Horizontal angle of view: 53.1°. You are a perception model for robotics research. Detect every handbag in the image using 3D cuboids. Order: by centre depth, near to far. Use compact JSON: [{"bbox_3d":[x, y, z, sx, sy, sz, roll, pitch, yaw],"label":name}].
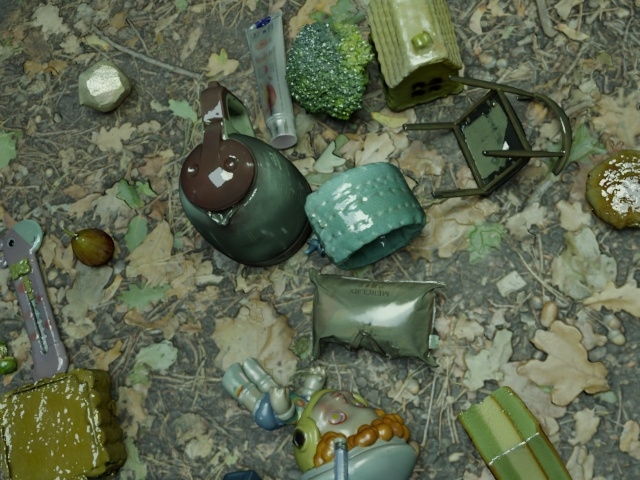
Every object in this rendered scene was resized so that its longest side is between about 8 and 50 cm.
[{"bbox_3d":[0.097,0.151,1.206,0.270,0.117,0.182,4,86,16],"label":"handbag"}]

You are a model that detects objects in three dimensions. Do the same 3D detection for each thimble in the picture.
[{"bbox_3d":[0.078,-0.041,1.200,0.198,0.235,0.143,-45,65,43],"label":"thimble"}]

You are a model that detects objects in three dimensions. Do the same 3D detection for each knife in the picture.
[{"bbox_3d":[-0.640,0.136,1.429,0.132,0.038,0.398,-27,72,9],"label":"knife"}]

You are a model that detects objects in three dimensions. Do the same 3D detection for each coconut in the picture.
[{"bbox_3d":[-0.504,-0.351,1.476,0.124,0.110,0.110,-43,71,-4],"label":"coconut"}]

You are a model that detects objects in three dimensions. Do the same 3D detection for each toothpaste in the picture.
[{"bbox_3d":[-0.106,-0.356,1.407,0.100,0.066,0.323,-20,68,24],"label":"toothpaste"}]

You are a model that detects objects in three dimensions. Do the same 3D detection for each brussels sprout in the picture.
[{"bbox_3d":[-0.703,0.261,1.414,0.051,0.046,0.083,-47,61,3],"label":"brussels sprout"}]

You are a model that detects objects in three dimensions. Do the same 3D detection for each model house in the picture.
[{"bbox_3d":[0.191,-0.389,1.239,0.175,0.234,0.193,-12,81,1],"label":"model house"}]

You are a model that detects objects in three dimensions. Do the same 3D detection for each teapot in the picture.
[{"bbox_3d":[-0.156,-0.130,1.231,0.233,0.312,0.314,-10,74,9],"label":"teapot"}]

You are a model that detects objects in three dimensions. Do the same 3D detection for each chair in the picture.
[{"bbox_3d":[0.324,-0.191,1.216,0.272,0.166,0.188,-7,68,-32],"label":"chair"}]

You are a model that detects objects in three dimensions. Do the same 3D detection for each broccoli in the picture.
[{"bbox_3d":[0.016,-0.353,1.323,0.176,0.226,0.198,15,104,-1],"label":"broccoli"}]

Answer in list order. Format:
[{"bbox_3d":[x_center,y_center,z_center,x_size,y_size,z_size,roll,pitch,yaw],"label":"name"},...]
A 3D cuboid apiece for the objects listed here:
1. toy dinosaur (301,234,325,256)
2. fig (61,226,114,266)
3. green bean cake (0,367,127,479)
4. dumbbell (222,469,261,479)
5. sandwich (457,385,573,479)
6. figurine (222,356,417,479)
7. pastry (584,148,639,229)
[{"bbox_3d":[0.000,0.000,1.307,0.047,0.030,0.083,38,87,20],"label":"toy dinosaur"},{"bbox_3d":[-0.506,0.006,1.381,0.089,0.125,0.088,-5,71,15],"label":"fig"},{"bbox_3d":[-0.520,0.388,1.289,0.230,0.131,0.224,-18,75,6],"label":"green bean cake"},{"bbox_3d":[-0.253,0.521,1.183,0.325,0.144,0.160,-10,73,11],"label":"dumbbell"},{"bbox_3d":[0.353,0.383,1.136,0.117,0.144,0.187,-32,107,5],"label":"sandwich"},{"bbox_3d":[-0.008,0.347,1.178,0.382,0.225,0.205,32,109,42],"label":"figurine"},{"bbox_3d":[0.560,-0.093,1.165,0.153,0.081,0.153,-2,80,11],"label":"pastry"}]
